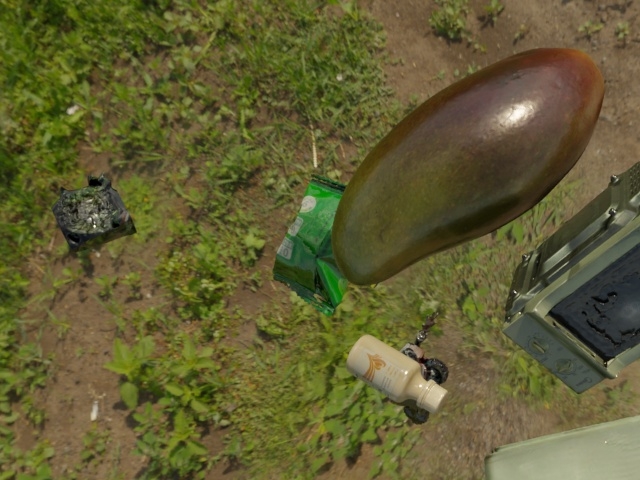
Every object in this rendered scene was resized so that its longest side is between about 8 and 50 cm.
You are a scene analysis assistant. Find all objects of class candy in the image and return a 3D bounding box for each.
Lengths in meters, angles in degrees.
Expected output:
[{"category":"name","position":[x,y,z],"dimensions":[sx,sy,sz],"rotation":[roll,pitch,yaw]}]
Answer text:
[{"category":"candy","position":[0.006,0.004,0.926],"dimensions":[0.141,0.078,0.203],"rotation":[24,96,15]}]

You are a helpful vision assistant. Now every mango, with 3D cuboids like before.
[{"category":"mango","position":[0.116,-0.061,0.479],"dimensions":[0.267,0.111,0.133],"rotation":[-38,49,7]}]

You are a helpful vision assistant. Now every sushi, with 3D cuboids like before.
[{"category":"sushi","position":[-0.299,-0.036,0.764],"dimensions":[0.083,0.056,0.084],"rotation":[-28,78,-16]}]

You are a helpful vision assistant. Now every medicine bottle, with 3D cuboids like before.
[{"category":"medicine bottle","position":[0.192,0.339,1.460],"dimensions":[0.252,0.114,0.114],"rotation":[27,89,25]}]

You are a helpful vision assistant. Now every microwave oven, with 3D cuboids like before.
[{"category":"microwave oven","position":[0.530,0.057,1.078],"dimensions":[0.218,0.286,0.355],"rotation":[38,128,0]}]

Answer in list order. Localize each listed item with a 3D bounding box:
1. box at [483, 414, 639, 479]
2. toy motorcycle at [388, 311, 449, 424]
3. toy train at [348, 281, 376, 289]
[{"category":"box","position":[0.259,0.254,0.435],"dimensions":[0.221,0.290,0.166],"rotation":[-24,43,25]},{"category":"toy motorcycle","position":[0.286,0.394,1.792],"dimensions":[0.207,0.134,0.400],"rotation":[28,130,19]},{"category":"toy train","position":[0.088,0.068,1.441],"dimensions":[0.127,0.219,0.089],"rotation":[29,98,13]}]
